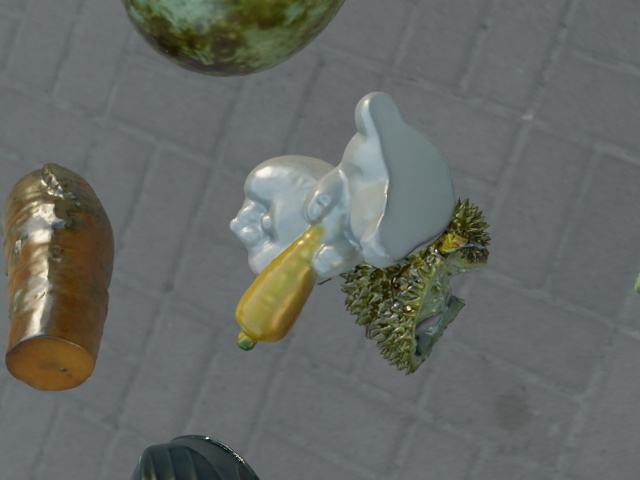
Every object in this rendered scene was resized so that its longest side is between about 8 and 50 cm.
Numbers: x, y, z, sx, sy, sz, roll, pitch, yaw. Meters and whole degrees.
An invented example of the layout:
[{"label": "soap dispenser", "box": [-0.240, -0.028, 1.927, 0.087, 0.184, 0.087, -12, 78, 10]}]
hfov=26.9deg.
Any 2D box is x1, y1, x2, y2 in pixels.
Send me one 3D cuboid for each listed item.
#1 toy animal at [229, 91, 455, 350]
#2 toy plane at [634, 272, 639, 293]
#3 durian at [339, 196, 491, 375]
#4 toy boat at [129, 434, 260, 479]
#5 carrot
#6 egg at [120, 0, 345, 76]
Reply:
[{"label": "toy animal", "box": [0.000, 0.000, 0.806, 0.182, 0.127, 0.131, -18, 73, 46]}, {"label": "toy plane", "box": [0.258, 0.002, 0.935, 0.111, 0.040, 0.102, -37, 83, -28]}, {"label": "durian", "box": [0.091, 0.027, 1.410, 0.138, 0.237, 0.193, 34, 64, 9]}, {"label": "toy boat", "box": [-0.058, 0.229, 0.791, 0.114, 0.122, 0.296, -34, 41, 11]}, {"label": "carrot", "box": [-0.305, 0.038, 1.558, 0.139, 0.139, 0.301, -29, 43, 19]}, {"label": "egg", "box": [-0.086, -0.302, 1.441, 0.289, 0.238, 0.238, -20, 78, 39]}]
